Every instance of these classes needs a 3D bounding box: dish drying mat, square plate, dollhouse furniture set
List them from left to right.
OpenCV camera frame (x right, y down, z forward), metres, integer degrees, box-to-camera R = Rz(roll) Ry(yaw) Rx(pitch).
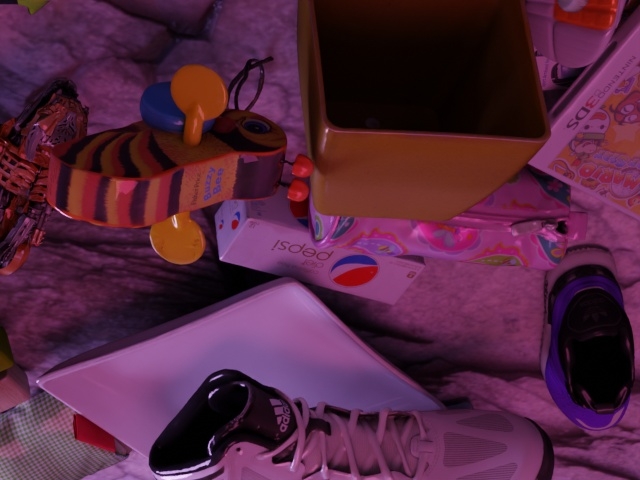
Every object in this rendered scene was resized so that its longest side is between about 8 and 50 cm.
[{"bbox_3d":[-0.364,0.254,2.117,0.198,0.151,0.301,-24,136,14],"label":"dollhouse furniture set"},{"bbox_3d":[-0.261,0.222,2.142,0.008,0.032,0.083,-18,157,19],"label":"dish drying mat"},{"bbox_3d":[-0.084,0.165,2.118,0.344,0.049,0.347,-22,141,23],"label":"square plate"}]

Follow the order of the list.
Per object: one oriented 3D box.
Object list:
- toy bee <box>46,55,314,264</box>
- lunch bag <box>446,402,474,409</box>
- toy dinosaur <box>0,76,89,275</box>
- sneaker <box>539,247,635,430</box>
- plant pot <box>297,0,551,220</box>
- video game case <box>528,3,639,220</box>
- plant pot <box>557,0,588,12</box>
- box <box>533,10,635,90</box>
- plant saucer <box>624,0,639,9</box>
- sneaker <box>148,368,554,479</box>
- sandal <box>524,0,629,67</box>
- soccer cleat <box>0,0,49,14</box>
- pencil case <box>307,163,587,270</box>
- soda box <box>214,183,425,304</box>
[{"bbox_3d":[-0.094,-0.084,1.685,0.298,0.162,0.195,-45,149,-28],"label":"toy bee"},{"bbox_3d":[0.081,0.339,2.242,0.262,0.223,0.160,-13,134,4],"label":"lunch bag"},{"bbox_3d":[-0.325,-0.040,1.759,0.322,0.218,0.164,-33,132,18],"label":"toy dinosaur"},{"bbox_3d":[0.314,0.155,2.150,0.102,0.146,0.293,-13,137,3],"label":"sneaker"},{"bbox_3d":[0.077,-0.130,1.772,0.212,0.212,0.187,2,147,-13],"label":"plant pot"},{"bbox_3d":[0.346,-0.121,1.896,0.227,0.026,0.206,24,117,-34],"label":"video game case"},{"bbox_3d":[0.072,-0.361,1.464,0.306,0.333,0.333,6,136,0],"label":"plant pot"},{"bbox_3d":[0.251,-0.189,1.860,0.136,0.028,0.081,-2,137,-6],"label":"box"},{"bbox_3d":[0.301,-0.253,1.810,0.083,0.015,0.083,-5,137,-5],"label":"plant saucer"},{"bbox_3d":[0.020,0.244,2.051,0.448,0.169,0.257,-12,146,15],"label":"sneaker"},{"bbox_3d":[0.261,-0.283,1.715,0.076,0.102,0.265,-24,134,-41],"label":"sandal"},{"bbox_3d":[-0.322,-0.244,1.669,0.179,0.060,0.072,15,144,-25],"label":"soccer cleat"},{"bbox_3d":[0.128,-0.036,1.925,0.284,0.124,0.124,7,134,-18],"label":"pencil case"},{"bbox_3d":[0.000,0.000,1.980,0.216,0.069,0.074,16,132,-25],"label":"soda box"}]
